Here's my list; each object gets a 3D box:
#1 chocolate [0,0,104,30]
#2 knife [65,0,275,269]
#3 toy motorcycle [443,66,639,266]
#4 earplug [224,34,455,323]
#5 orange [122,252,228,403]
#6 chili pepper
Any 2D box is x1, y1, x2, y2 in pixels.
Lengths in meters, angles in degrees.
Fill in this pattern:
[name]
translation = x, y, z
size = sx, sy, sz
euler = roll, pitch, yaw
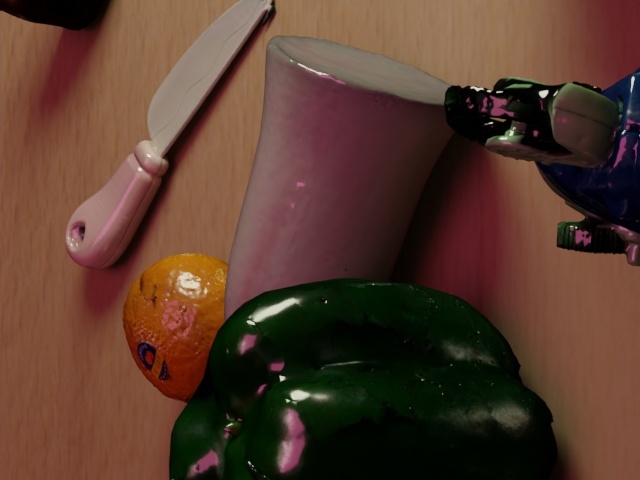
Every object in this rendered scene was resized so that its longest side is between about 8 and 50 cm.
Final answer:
[chocolate]
translation = -0.270, -0.259, 1.831
size = 0.080, 0.149, 0.125
euler = 34, 145, 42
[knife]
translation = -0.145, -0.113, 1.752
size = 0.336, 0.043, 0.081
euler = -54, 44, 16
[toy motorcycle]
translation = 0.227, -0.041, 1.155
size = 0.196, 0.331, 0.125
euler = 11, 84, 40
[earplug]
translation = 0.000, 0.000, 1.504
size = 0.172, 0.172, 0.301
euler = 31, 111, 43
[orange]
translation = -0.110, 0.074, 1.617
size = 0.136, 0.117, 0.135
euler = 35, 150, 24
[chili pepper]
translation = 0.026, 0.156, 1.379
size = 0.233, 0.257, 0.248
euler = 38, 112, 47
